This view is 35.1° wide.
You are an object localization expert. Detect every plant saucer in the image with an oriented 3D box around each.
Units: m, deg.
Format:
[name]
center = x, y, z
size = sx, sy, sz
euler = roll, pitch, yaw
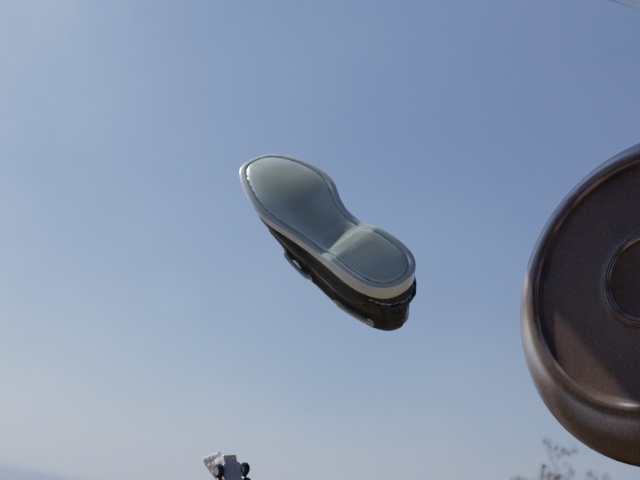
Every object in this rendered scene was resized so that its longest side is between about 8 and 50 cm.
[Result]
[plant saucer]
center = 0.292, 0.037, 0.870
size = 0.050, 0.311, 0.310
euler = 25, -20, -40

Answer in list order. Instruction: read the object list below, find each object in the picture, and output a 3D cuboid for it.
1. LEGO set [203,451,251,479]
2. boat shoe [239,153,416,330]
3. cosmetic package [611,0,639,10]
[LEGO set]
center = -0.071, 0.305, 0.886
size = 0.182, 0.244, 0.060
euler = 48, -44, -9
[boat shoe]
center = 0.000, 0.000, 1.235
size = 0.302, 0.114, 0.091
euler = 47, -28, 39
[cosmetic package]
center = 0.374, -0.431, 0.988
size = 0.097, 0.377, 0.284
euler = 22, 8, 11
